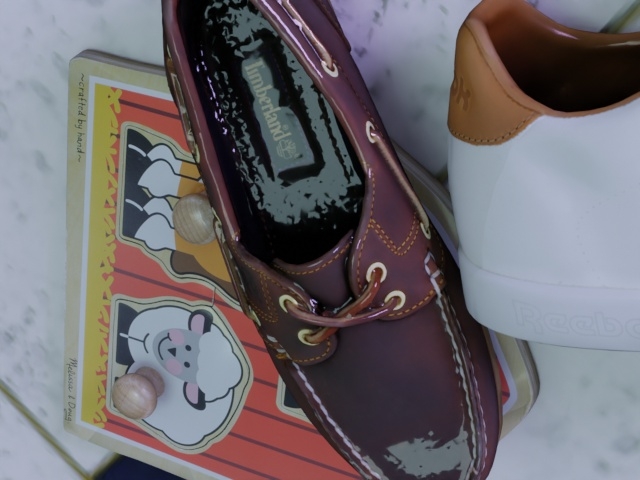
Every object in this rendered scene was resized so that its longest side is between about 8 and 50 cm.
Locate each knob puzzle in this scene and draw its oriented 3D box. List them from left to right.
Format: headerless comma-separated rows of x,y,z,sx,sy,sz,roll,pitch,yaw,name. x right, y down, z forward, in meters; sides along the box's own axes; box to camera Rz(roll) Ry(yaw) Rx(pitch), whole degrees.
-0.015,0.033,0.577,0.213,0.030,0.213,10,117,21,knob puzzle

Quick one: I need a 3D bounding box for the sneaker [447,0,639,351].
0.164,-0.030,0.415,0.290,0.106,0.123,0,116,27,sneaker

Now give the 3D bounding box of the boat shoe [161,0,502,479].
0.000,0.000,0.507,0.073,0.073,0.207,-25,96,11,boat shoe
